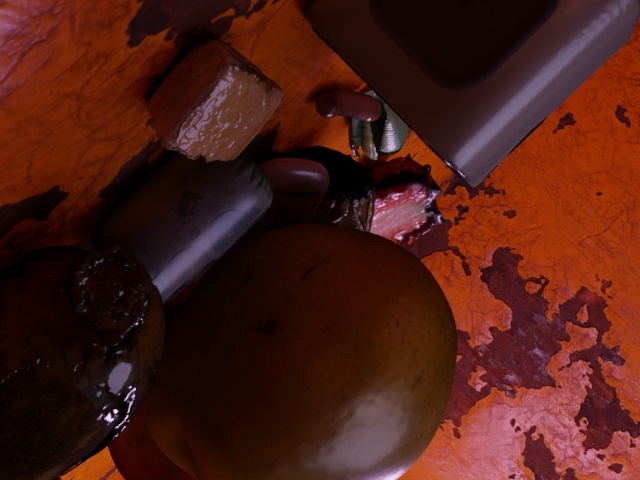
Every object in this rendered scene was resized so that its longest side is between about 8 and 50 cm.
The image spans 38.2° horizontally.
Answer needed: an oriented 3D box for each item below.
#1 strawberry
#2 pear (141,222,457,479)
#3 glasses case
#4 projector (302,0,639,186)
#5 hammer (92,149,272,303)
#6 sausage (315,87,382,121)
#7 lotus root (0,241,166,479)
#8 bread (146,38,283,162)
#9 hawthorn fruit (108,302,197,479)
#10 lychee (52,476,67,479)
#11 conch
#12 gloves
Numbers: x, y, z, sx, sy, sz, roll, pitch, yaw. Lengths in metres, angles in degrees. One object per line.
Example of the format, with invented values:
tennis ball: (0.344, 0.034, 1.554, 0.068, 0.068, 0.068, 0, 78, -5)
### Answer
strawberry: (0.084, -0.070, 1.831, 0.306, 0.138, 0.233, -19, 150, 3)
pear: (-0.015, 0.164, 1.203, 0.418, 0.362, 0.362, -30, 166, -26)
glasses case: (-0.093, -0.017, 1.304, 0.122, 0.075, 0.314, 3, 144, -30)
projector: (0.163, -0.230, 1.001, 0.249, 0.248, 0.248, -45, 170, 8)
hammer: (-0.161, -0.006, 1.120, 0.206, 0.119, 0.335, -41, 177, -10)
sausage: (0.038, -0.186, 1.277, 0.043, 0.043, 0.186, -47, 166, 21)
lotus root: (-0.285, 0.137, 0.946, 0.196, 0.179, 0.397, 15, 137, -32)
bread: (-0.103, -0.132, 0.871, 0.106, 0.082, 0.125, -55, 158, 10)
hawthorn fruit: (-0.154, 0.258, 1.506, 0.403, 0.403, 0.403, -42, 170, -9)
lychee: (-0.523, 0.573, 1.680, 0.267, 0.267, 0.267, -42, 170, -9)
conch: (0.079, -0.178, 1.432, 0.106, 0.079, 0.170, -49, 155, -3)
gloves: (-0.009, 0.005, 1.443, 0.155, 0.203, 0.356, -48, 157, -29)
